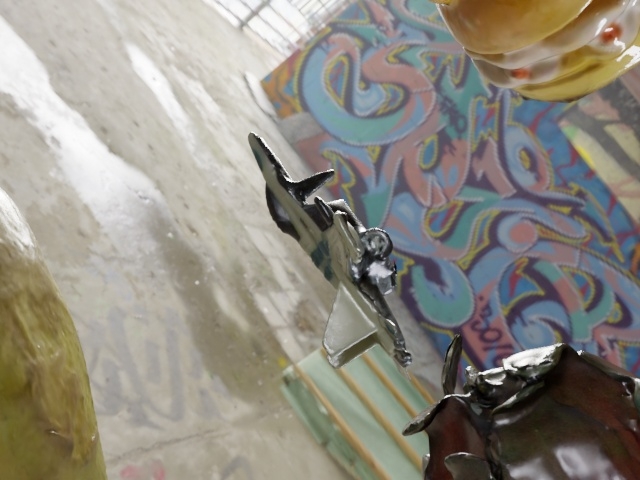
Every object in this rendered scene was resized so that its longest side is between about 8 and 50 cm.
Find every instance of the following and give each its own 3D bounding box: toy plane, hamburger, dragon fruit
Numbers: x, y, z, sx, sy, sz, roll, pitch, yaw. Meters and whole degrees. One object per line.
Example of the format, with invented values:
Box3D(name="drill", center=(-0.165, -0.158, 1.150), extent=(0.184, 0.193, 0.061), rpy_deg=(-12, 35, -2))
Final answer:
Box3D(name="toy plane", center=(0.010, -0.005, 0.647), extent=(0.192, 0.088, 0.262), rpy_deg=(75, -7, -64))
Box3D(name="hamburger", center=(0.245, -0.311, 0.822), extent=(0.237, 0.276, 0.276), rpy_deg=(26, 27, -34))
Box3D(name="dragon fruit", center=(0.129, 0.144, 0.358), extent=(0.182, 0.182, 0.189), rpy_deg=(-32, 114, -76))

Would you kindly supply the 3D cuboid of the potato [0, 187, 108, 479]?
Box3D(name="potato", center=(-0.218, 0.090, 0.396), extent=(0.229, 0.229, 0.266), rpy_deg=(-10, 94, -75))
